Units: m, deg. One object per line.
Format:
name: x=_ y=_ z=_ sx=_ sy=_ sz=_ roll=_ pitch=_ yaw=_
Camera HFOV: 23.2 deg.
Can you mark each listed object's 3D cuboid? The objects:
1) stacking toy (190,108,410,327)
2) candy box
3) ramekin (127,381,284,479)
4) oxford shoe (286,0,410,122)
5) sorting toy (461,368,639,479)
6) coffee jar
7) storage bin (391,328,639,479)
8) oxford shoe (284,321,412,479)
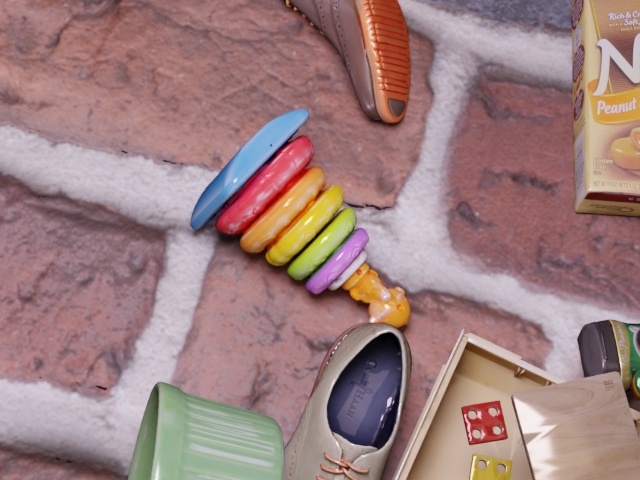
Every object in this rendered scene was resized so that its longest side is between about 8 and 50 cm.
stacking toy: x=0.000 y=0.000 z=1.962 sx=0.302 sy=0.166 sz=0.175 roll=44 pitch=59 yaw=-3
candy box: x=0.434 y=-0.191 z=2.085 sx=0.183 sy=0.087 sz=0.316 roll=4 pitch=71 yaw=-4
ramekin: x=-0.141 y=0.320 z=1.755 sx=0.148 sy=0.303 sz=0.303 roll=12 pitch=71 yaw=-10
oxford shoe: x=0.024 y=-0.318 z=2.094 sx=0.132 sy=0.130 sz=0.364 roll=-19 pitch=79 yaw=23
sorting toy: x=0.290 y=0.235 z=1.821 sx=0.274 sy=0.046 sz=0.132 roll=-11 pitch=73 yaw=-10
coffee jar: x=0.420 y=0.146 z=1.974 sx=0.184 sy=0.079 sz=0.096 roll=-2 pitch=60 yaw=-6
storage bin: x=0.239 y=0.274 z=1.892 sx=0.262 sy=0.123 sz=0.260 roll=25 pitch=71 yaw=4
oxford shoe: x=0.008 y=0.278 z=1.845 sx=0.140 sy=0.146 sz=0.397 roll=16 pitch=80 yaw=-2
